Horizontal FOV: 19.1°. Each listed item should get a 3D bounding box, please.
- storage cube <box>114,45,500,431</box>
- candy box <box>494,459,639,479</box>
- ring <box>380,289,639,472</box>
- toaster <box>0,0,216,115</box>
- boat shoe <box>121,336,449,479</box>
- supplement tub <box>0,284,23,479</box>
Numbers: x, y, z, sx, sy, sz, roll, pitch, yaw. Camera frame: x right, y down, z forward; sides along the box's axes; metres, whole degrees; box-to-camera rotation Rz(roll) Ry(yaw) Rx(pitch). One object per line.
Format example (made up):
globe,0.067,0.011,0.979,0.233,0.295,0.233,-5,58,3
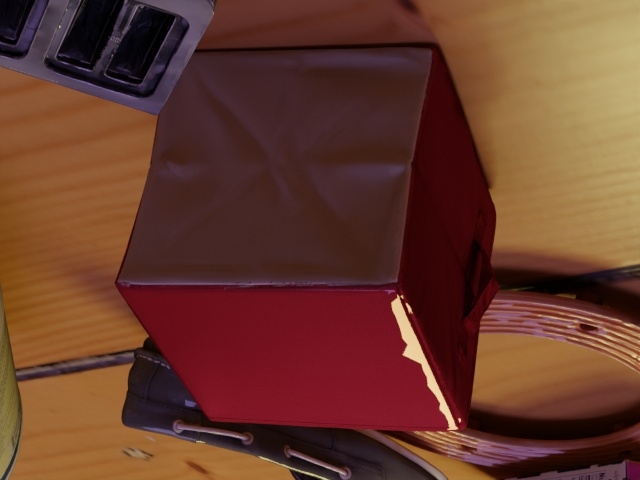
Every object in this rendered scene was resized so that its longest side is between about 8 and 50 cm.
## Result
storage cube,0.000,0.000,1.250,0.215,0.183,0.193,0,149,18
candy box,0.237,0.252,1.716,0.159,0.071,0.233,15,159,-40
ring,0.168,0.115,1.572,0.336,0.032,0.336,7,153,4
toaster,-0.137,-0.165,1.064,0.168,0.110,0.185,16,151,-14
boat shoe,-0.034,0.179,1.656,0.335,0.095,0.112,32,166,-30
supplement tub,-0.358,0.093,1.479,0.235,0.235,0.325,9,152,1
